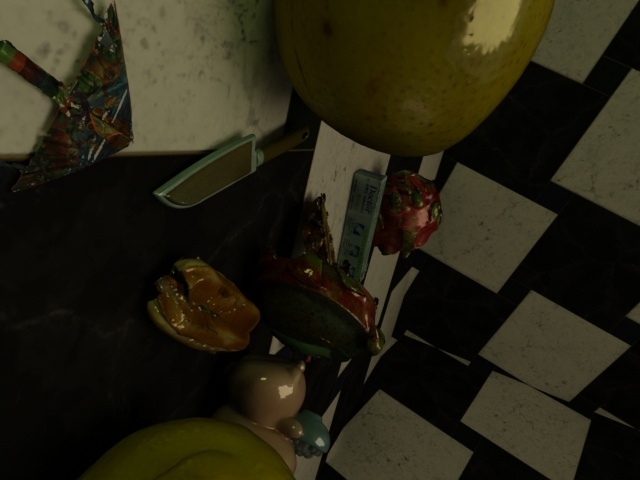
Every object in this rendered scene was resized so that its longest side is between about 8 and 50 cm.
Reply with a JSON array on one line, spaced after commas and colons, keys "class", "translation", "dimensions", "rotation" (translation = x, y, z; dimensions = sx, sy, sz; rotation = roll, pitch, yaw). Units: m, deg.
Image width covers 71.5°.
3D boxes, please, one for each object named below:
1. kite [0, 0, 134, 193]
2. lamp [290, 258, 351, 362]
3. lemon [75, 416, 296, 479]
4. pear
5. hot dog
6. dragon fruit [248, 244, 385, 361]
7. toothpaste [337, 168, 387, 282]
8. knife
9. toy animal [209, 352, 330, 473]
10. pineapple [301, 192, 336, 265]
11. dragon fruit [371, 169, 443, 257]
[{"class": "kite", "translation": [-0.210, -0.118, 0.381], "dimensions": [0.183, 0.010, 0.160], "rotation": [-65, 165, -6]}, {"class": "lamp", "translation": [-0.004, 0.162, 1.094], "dimensions": [0.118, 0.118, 0.253], "rotation": [-5, 114, -70]}, {"class": "lemon", "translation": [-0.168, 0.393, 0.534], "dimensions": [0.348, 0.347, 0.348], "rotation": [-55, 156, -39]}, {"class": "pear", "translation": [0.110, -0.311, 0.578], "dimensions": [0.363, 0.362, 0.418], "rotation": [-59, 153, -30]}, {"class": "hot dog", "translation": [-0.162, 0.106, 0.651], "dimensions": [0.109, 0.072, 0.269], "rotation": [-62, 159, -17]}, {"class": "dragon fruit", "translation": [-0.011, 0.130, 0.829], "dimensions": [0.295, 0.268, 0.130], "rotation": [56, 43, -50]}, {"class": "toothpaste", "translation": [0.112, -0.031, 1.268], "dimensions": [0.067, 0.081, 0.337], "rotation": [-42, 146, -57]}, {"class": "knife", "translation": [-0.108, -0.122, 0.637], "dimensions": [0.343, 0.027, 0.061], "rotation": [-44, 152, -48]}, {"class": "toy animal", "translation": [-0.118, 0.327, 0.826], "dimensions": [0.210, 0.229, 0.221], "rotation": [111, -42, -84]}, {"class": "pineapple", "translation": [0.000, 0.000, 0.942], "dimensions": [0.221, 0.047, 0.221], "rotation": [-8, 90, -83]}, {"class": "dragon fruit", "translation": [0.251, -0.078, 1.403], "dimensions": [0.231, 0.237, 0.303], "rotation": [-35, 157, -26]}]
